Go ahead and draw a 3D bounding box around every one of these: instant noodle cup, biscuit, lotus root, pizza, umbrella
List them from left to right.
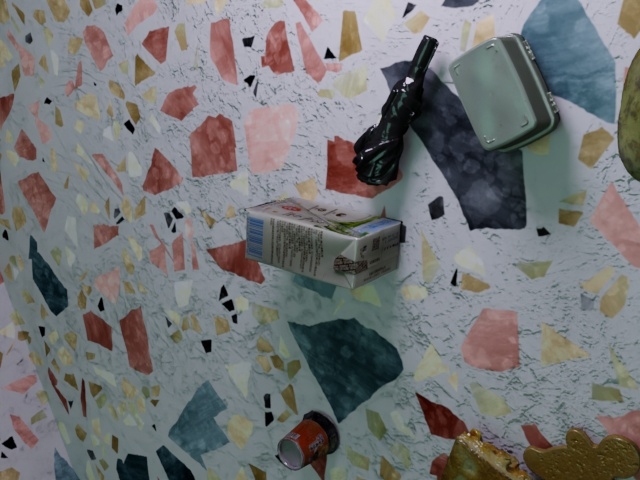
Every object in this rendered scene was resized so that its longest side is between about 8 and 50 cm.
[{"bbox_3d":[-0.037,0.525,1.830,0.127,0.135,0.127,11,108,35],"label":"instant noodle cup"},{"bbox_3d":[0.163,-0.270,1.499,0.118,0.118,0.340,38,121,25],"label":"umbrella"},{"bbox_3d":[0.381,0.573,1.543,0.257,0.087,0.268,38,132,31],"label":"pizza"},{"bbox_3d":[0.537,0.455,1.432,0.240,0.035,0.158,-33,83,39],"label":"biscuit"},{"bbox_3d":[0.584,-0.230,1.161,0.173,0.173,0.310,5,97,37],"label":"lotus root"}]

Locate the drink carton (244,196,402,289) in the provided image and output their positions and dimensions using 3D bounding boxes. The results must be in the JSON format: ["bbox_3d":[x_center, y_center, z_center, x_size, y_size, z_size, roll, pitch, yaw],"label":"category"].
[{"bbox_3d":[0.000,0.000,1.635,0.324,0.194,0.132,14,111,34],"label":"drink carton"}]

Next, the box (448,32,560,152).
[{"bbox_3d":[0.348,-0.278,1.337,0.148,0.129,0.210,-26,84,38],"label":"box"}]
